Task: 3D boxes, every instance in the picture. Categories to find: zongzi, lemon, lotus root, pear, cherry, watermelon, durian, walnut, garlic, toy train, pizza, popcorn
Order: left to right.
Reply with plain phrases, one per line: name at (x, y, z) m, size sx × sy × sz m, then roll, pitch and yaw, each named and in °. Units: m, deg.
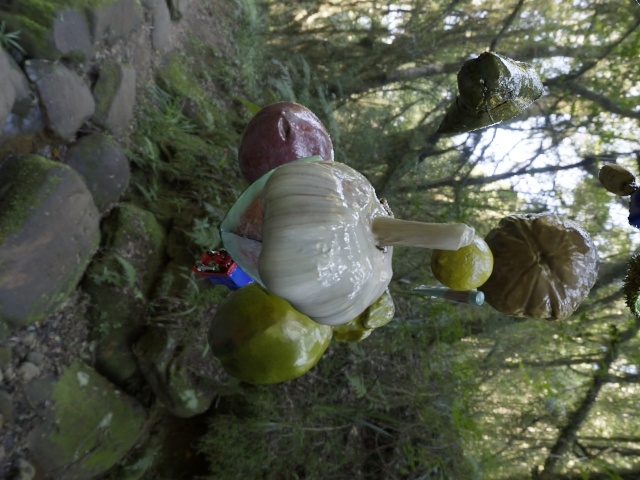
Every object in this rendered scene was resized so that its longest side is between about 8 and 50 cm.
toy train at (-0.304, 0.092, 1.384) m, size 0.203 × 0.131 × 0.083 m, roll -1°, pitch -134°, yaw 48°
pear at (-0.118, 0.224, 1.125) m, size 0.269 × 0.320 × 0.269 m, roll 160°, pitch -90°, yaw -81°
cherry at (-0.095, -0.243, 1.195) m, size 0.308 × 0.260 × 0.221 m, roll 87°, pitch -9°, yaw -60°
watermelon at (-0.017, -0.002, 0.929) m, size 0.283 × 0.292 × 0.250 m, roll -49°, pitch 174°, yaw -14°
popcorn at (0.081, 0.173, 1.530) m, size 0.293 × 0.292 × 0.334 m, roll 20°, pitch -35°, yaw 57°
garlic at (0.050, -0.006, 0.490) m, size 0.199 × 0.225 × 0.199 m, roll 18°, pitch 68°, yaw -56°
pizza at (0.224, -0.107, 1.666) m, size 0.131 × 0.178 × 0.041 m, roll -59°, pitch -177°, yaw -26°
lemon at (0.257, 0.038, 0.810) m, size 0.109 × 0.133 × 0.109 m, roll -6°, pitch -99°, yaw 43°
zongzi at (0.474, -0.448, 1.446) m, size 0.392 × 0.355 × 0.174 m, roll -20°, pitch -98°, yaw 41°
walnut at (0.562, 0.071, 1.183) m, size 0.333 × 0.332 × 0.334 m, roll -175°, pitch -90°, yaw -86°
lotus root at (0.735, -0.147, 1.099) m, size 0.152 × 0.063 × 0.072 m, roll -87°, pitch 164°, yaw -64°
durian at (0.986, 0.119, 1.272) m, size 0.176 × 0.200 × 0.237 m, roll -48°, pitch 137°, yaw -36°

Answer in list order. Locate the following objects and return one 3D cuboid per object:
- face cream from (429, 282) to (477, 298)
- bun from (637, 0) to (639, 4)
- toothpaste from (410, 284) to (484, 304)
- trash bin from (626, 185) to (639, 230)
face cream at (0.474, 0.147, 1.471) m, size 0.101 × 0.251 × 0.101 m, roll 168°, pitch -90°, yaw -82°
bun at (0.647, -0.561, 0.729) m, size 0.355 × 0.194 × 0.354 m, roll 61°, pitch -1°, yaw 2°
toothpaste at (0.329, 0.137, 1.165) m, size 0.205 × 0.056 × 0.036 m, roll 4°, pitch -78°, yaw 54°
trash bin at (0.827, -0.109, 0.995) m, size 0.163 × 0.183 × 0.234 m, roll -60°, pitch -177°, yaw -28°
